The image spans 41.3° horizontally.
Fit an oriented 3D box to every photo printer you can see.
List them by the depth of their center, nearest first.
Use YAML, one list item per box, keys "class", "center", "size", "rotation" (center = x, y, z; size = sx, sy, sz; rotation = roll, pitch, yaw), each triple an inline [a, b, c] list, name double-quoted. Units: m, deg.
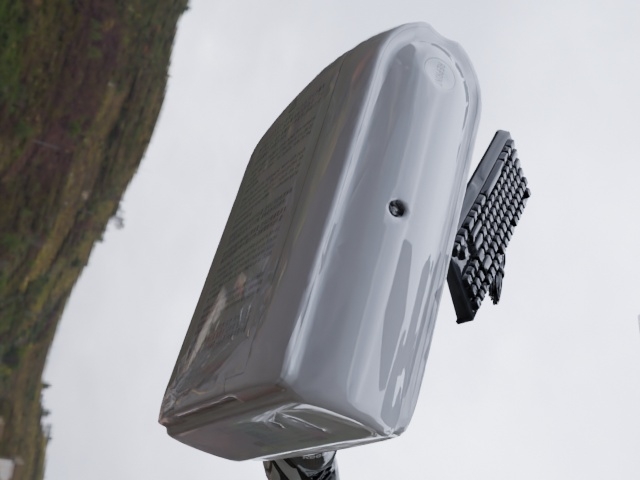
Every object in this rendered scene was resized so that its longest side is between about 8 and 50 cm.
- class: "photo printer"
  center: [0.000, 0.000, 0.632]
  size: [0.256, 0.107, 0.307]
  rotation: [-33, -144, 56]

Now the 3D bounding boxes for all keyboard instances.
- class: "keyboard"
  center: [0.141, -0.006, 0.697]
  size: [0.023, 0.108, 0.180]
  rotation: [0, -146, 31]

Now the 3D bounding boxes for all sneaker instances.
- class: "sneaker"
  center: [-0.018, 0.223, 0.918]
  size: [0.106, 0.078, 0.234]
  rotation: [18, -48, 57]

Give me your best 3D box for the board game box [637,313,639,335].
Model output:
- class: "board game box"
  center: [0.479, 0.111, 0.858]
  size: [0.291, 0.232, 0.141]
  rotation: [63, 24, -73]
